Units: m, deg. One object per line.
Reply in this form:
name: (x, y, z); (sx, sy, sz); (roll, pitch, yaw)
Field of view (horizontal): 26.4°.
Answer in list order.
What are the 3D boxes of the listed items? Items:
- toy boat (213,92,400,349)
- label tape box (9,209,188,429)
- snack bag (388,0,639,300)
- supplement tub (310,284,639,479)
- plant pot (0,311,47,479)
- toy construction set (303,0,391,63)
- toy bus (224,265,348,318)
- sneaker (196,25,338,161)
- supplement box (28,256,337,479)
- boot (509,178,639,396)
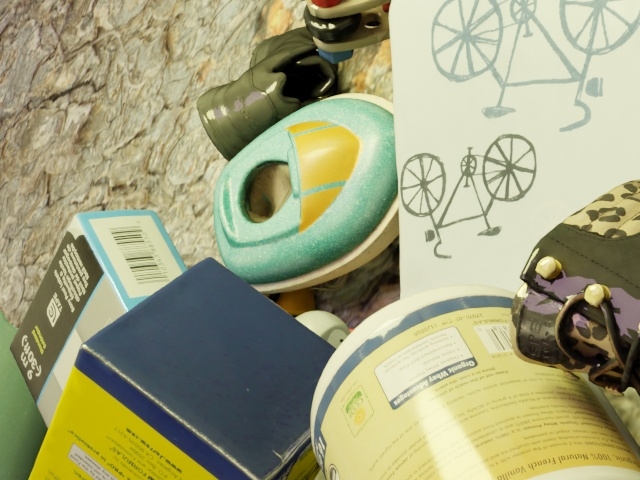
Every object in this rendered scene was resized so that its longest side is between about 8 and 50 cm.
toy boat: (0.000, 0.000, 1.355); (0.267, 0.148, 0.318); (-31, 57, 30)
label tape box: (-0.242, 0.172, 1.526); (0.249, 0.115, 0.348); (57, 130, 29)
snack bag: (0.182, -0.090, 1.175); (0.323, 0.037, 0.342); (-8, 82, 49)
supplement tub: (0.137, 0.206, 1.002); (0.228, 0.228, 0.316); (-51, 34, 18)
plant pot: (-0.517, 0.265, 1.807); (0.341, 0.341, 0.334); (-14, 50, 50)
toy construction set: (0.125, -0.324, 1.378); (0.237, 0.309, 0.257); (11, 38, 19)
toy bus: (-0.088, 0.077, 1.519); (0.191, 0.104, 0.202); (17, 82, 57)
sneaker: (-0.026, -0.181, 1.555); (0.130, 0.109, 0.286); (-24, 17, 30)
supplement box: (-0.136, 0.229, 1.244); (0.194, 0.195, 0.356); (-38, -20, -52)
boot: (0.238, 0.099, 0.854); (0.377, 0.138, 0.284); (-41, 41, -26)
